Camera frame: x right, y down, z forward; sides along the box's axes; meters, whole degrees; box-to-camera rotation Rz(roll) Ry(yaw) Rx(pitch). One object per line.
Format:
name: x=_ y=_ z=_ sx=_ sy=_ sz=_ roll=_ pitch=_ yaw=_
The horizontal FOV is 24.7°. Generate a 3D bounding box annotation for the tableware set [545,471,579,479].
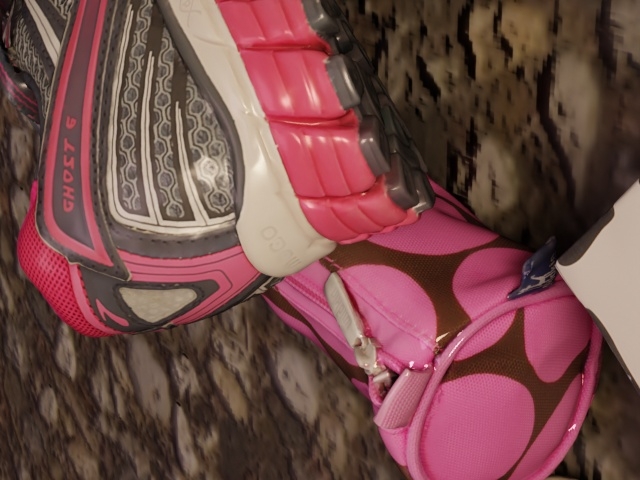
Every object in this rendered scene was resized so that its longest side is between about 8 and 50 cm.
tableware set: x=0.118 y=0.154 z=0.470 sx=0.168 sy=0.020 sz=0.141 roll=18 pitch=116 yaw=53

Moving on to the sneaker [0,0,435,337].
sneaker: x=-0.069 y=-0.101 z=0.481 sx=0.121 sy=0.112 sz=0.299 roll=54 pitch=-170 yaw=-46

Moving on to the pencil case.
pencil case: x=0.000 y=0.000 z=0.505 sx=0.209 sy=0.098 sz=0.095 roll=37 pitch=123 yaw=43

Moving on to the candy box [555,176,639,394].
candy box: x=0.160 y=0.015 z=0.301 sx=0.165 sy=0.070 sz=0.196 roll=61 pitch=144 yaw=19
